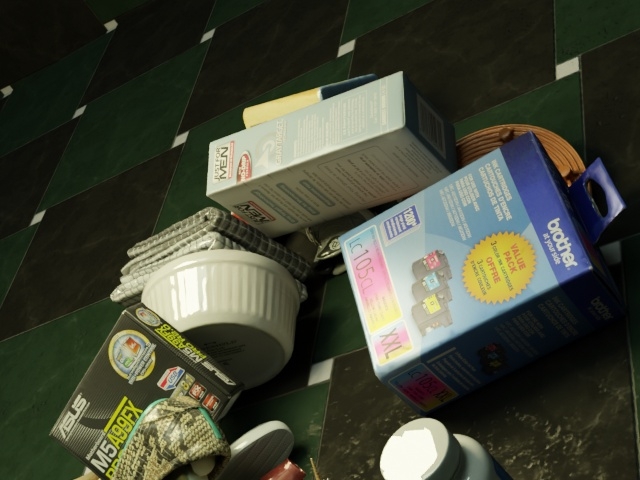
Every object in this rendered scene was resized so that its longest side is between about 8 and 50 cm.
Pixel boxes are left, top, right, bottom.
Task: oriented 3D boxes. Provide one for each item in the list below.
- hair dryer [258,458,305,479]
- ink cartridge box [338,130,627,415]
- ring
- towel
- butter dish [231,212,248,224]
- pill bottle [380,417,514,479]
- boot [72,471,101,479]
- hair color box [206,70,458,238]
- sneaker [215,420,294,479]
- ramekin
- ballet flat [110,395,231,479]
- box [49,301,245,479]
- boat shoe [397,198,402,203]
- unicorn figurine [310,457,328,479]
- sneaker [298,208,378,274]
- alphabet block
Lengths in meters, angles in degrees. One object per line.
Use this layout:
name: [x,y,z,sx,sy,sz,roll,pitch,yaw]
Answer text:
hair dryer: [-0.095,0.425,1.496,0.224,0.080,0.293,-34,18,42]
ink cartridge box: [0.248,0.032,1.538,0.396,0.151,0.270,-29,49,16]
ring: [0.260,-0.044,1.699,0.337,0.032,0.336,-19,53,26]
towel: [-0.193,0.062,1.915,0.284,0.235,0.121,-24,50,36]
butter dish: [-0.102,-0.070,2.128,0.160,0.118,0.160,5,93,63]
pill bottle: [0.167,0.305,1.271,0.124,0.221,0.124,-28,34,21]
boot: [-0.321,0.451,1.772,0.249,0.090,0.207,-28,49,-5]
hair color box: [0.017,-0.131,1.781,0.375,0.185,0.113,-17,56,28]
sneaker: [-0.155,0.359,1.671,0.258,0.094,0.091,-41,36,2]
ramekin: [-0.164,0.146,1.796,0.273,0.273,0.127,-26,47,23]
ballet flat: [-0.280,0.457,1.564,0.182,0.164,0.482,39,101,41]
box: [-0.276,0.267,1.698,0.270,0.216,0.060,-56,-10,20]
boat shoe: [0.196,-0.061,1.844,0.063,0.066,0.184,-20,32,-24]
unicorn figurine: [0.001,0.400,1.500,0.111,0.060,0.162,-39,45,-14]
sneaker: [0.000,0.000,1.956,0.229,0.086,0.132,3,55,47]
alphabet block: [0.005,-0.188,2.019,0.197,0.193,0.192,-9,8,40]
